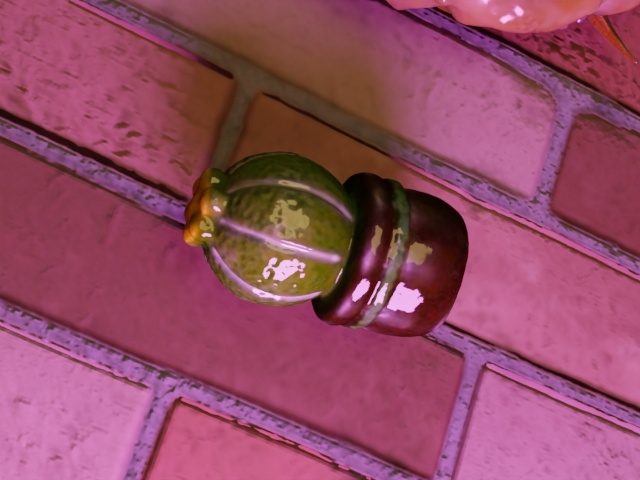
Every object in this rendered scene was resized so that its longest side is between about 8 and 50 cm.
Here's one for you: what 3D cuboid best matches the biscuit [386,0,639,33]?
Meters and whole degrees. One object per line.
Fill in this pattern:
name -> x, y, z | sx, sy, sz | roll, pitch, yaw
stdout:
biscuit -> 0.107, -0.352, 1.071 | 0.429, 0.104, 0.446 | 17, 70, -12

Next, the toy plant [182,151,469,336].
toy plant -> 0.000, 0.000, 0.948 | 0.162, 0.093, 0.092 | 14, 71, -17

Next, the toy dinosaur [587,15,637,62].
toy dinosaur -> 0.190, -0.171, 1.112 | 0.041, 0.026, 0.113 | -34, 82, -21
